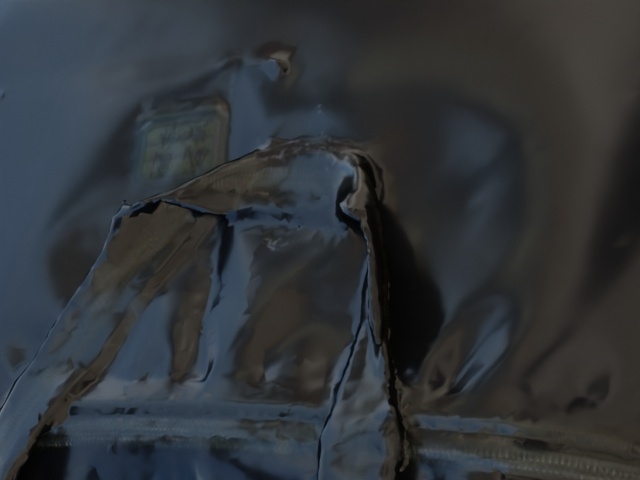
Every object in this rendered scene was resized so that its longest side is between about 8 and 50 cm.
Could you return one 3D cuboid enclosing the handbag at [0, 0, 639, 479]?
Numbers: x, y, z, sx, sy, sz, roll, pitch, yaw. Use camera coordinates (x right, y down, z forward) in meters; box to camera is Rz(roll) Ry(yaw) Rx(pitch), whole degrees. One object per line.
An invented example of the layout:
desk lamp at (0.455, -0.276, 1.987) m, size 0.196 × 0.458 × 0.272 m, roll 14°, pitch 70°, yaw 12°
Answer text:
handbag at (0.000, 0.000, 0.451) m, size 0.089 × 0.254 × 0.211 m, roll 44°, pitch -128°, yaw -48°
